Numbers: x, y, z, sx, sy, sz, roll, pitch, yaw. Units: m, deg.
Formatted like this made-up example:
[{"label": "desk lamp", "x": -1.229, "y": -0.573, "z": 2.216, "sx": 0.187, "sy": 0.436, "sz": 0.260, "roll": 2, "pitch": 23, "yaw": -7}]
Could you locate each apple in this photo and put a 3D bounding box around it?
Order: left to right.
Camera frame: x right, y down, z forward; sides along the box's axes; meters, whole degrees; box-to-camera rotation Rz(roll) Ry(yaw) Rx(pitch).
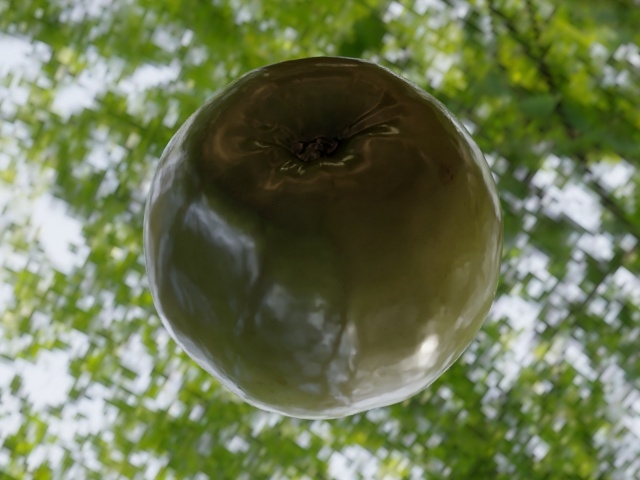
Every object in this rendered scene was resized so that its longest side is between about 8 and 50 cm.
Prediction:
[{"label": "apple", "x": 0.000, "y": 0.000, "z": 1.432, "sx": 0.262, "sy": 0.262, "sz": 0.262, "roll": 16, "pitch": -136, "yaw": -17}]
